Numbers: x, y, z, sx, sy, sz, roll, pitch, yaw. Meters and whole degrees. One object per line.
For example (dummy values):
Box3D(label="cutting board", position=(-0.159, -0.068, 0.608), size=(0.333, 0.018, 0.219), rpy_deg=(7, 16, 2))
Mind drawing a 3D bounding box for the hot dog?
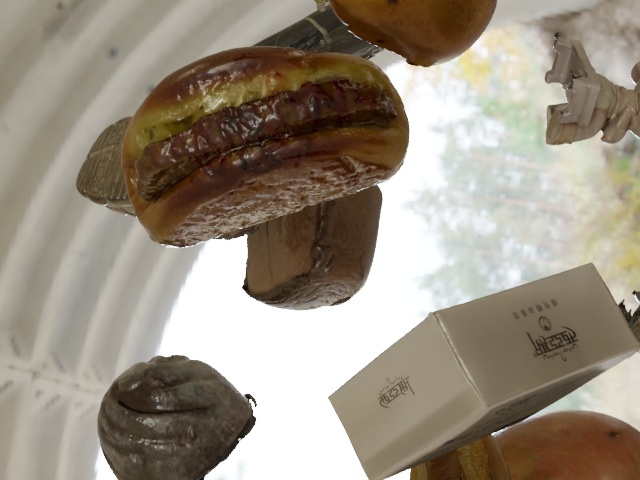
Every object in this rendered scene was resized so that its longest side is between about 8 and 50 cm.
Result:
Box3D(label="hot dog", position=(-0.090, -0.139, 1.704), size=(0.223, 0.405, 0.185), rpy_deg=(53, -160, -67))

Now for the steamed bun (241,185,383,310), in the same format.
Box3D(label="steamed bun", position=(0.000, 0.000, 2.241), size=(0.301, 0.199, 0.251), rpy_deg=(-17, 69, 59))

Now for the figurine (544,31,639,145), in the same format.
Box3D(label="figurine", position=(0.426, -0.187, 1.651), size=(0.182, 0.257, 0.144), rpy_deg=(-97, 10, -74))

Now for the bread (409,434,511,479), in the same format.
Box3D(label="bread", position=(0.188, 0.353, 1.692), size=(0.106, 0.140, 0.236), rpy_deg=(77, -172, -46))

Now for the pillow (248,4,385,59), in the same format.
Box3D(label="pillow", position=(0.004, -0.333, 2.188), size=(0.335, 0.092, 0.161), rpy_deg=(-31, -22, -12))

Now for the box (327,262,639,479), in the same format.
Box3D(label="box", position=(0.177, 0.141, 1.367), size=(0.274, 0.116, 0.203), rpy_deg=(-13, -21, -42))

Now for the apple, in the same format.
Box3D(label="apple", position=(0.383, 0.468, 2.050), size=(0.391, 0.346, 0.391), rpy_deg=(1, -91, -41))

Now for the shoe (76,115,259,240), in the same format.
Box3D(label="shoe", position=(-0.255, -0.085, 2.182), size=(0.198, 0.351, 0.172), rpy_deg=(48, -118, -47))

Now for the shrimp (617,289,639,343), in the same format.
Box3D(label="shrimp", position=(0.407, 0.102, 1.657), size=(0.091, 0.034, 0.161), rpy_deg=(-51, 10, 13))

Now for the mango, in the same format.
Box3D(label="mango", position=(0.123, -0.336, 1.655), size=(0.290, 0.160, 0.191), rpy_deg=(-5, -55, -49))

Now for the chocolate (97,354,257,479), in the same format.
Box3D(label="chocolate", position=(-0.292, 0.323, 2.368), size=(0.213, 0.303, 0.303), rpy_deg=(51, -145, -15))

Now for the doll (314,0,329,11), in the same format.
Box3D(label="doll", position=(0.010, -0.413, 1.931), size=(0.162, 0.062, 0.106), rpy_deg=(80, -155, -82))
